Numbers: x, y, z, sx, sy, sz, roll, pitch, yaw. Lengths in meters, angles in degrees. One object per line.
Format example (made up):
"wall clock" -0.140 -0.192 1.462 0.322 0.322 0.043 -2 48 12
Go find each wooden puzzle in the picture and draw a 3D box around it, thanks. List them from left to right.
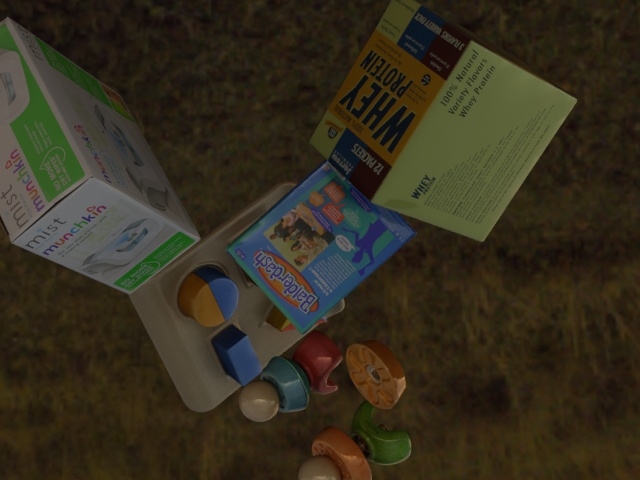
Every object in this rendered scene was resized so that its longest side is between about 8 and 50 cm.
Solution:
"wooden puzzle" -0.123 0.110 1.857 0.348 0.080 0.322 -34 131 -18

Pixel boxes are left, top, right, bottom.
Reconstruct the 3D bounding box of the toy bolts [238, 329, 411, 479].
"toy bolts" -0.004 0.227 1.499 0.158 0.228 0.218 -28 139 -30

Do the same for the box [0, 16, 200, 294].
"box" -0.298 -0.093 1.267 0.127 0.262 0.231 -37 151 9

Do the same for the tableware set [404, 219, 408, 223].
"tableware set" 0.073 -0.062 1.806 0.128 0.039 0.194 -21 152 23

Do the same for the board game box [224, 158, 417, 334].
"board game box" 0.000 0.000 1.465 0.210 0.160 0.047 -41 -176 1

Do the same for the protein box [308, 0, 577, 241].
"protein box" 0.136 -0.133 1.201 0.201 0.136 0.200 16 112 -43
